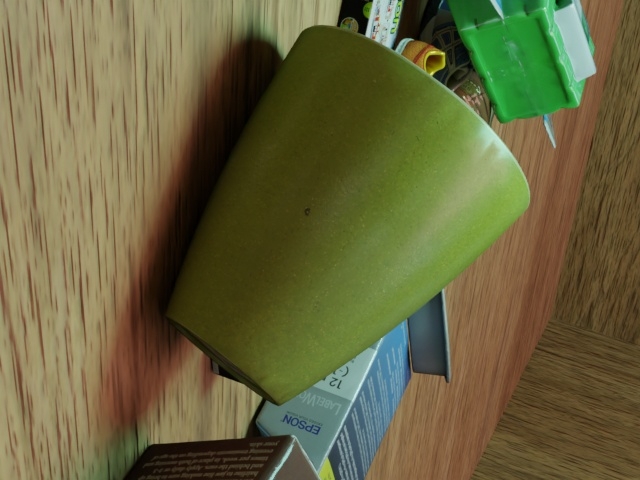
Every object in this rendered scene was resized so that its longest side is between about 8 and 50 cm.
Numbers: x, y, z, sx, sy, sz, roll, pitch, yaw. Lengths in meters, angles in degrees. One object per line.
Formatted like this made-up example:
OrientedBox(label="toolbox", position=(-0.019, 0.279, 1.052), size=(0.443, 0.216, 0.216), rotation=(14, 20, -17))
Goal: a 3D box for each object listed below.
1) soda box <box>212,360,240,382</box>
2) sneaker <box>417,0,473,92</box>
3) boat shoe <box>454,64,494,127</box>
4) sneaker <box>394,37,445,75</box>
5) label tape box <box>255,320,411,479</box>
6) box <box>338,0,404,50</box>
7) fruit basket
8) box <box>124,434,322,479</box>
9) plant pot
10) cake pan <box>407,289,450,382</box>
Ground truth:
OrientedBox(label="soda box", position=(-0.057, 0.078, 1.279), size=(0.060, 0.053, 0.169), rotation=(89, 25, -43))
OrientedBox(label="sneaker", position=(0.174, -0.260, 1.587), size=(0.080, 0.081, 0.211), rotation=(32, 75, -70))
OrientedBox(label="boat shoe", position=(0.213, -0.132, 1.804), size=(0.104, 0.111, 0.307), rotation=(-53, 144, -37))
OrientedBox(label="sneaker", position=(0.095, -0.164, 1.353), size=(0.175, 0.067, 0.064), rotation=(-63, 162, -22))
OrientedBox(label="label tape box", position=(0.002, 0.250, 1.528), size=(0.347, 0.115, 0.249), rotation=(-60, 159, -26))
OrientedBox(label="box", position=(0.061, -0.265, 1.324), size=(0.114, 0.036, 0.207), rotation=(-26, 132, -65))
OrientedBox(label="fruit basket", position=(0.262, -0.348, 1.509), size=(0.327, 0.165, 0.353), rotation=(55, 37, -48))
OrientedBox(label="box", position=(-0.146, 0.343, 0.998), size=(0.381, 0.191, 0.143), rotation=(-50, 121, -46))
OrientedBox(label="plant pot", position=(0.000, 0.000, 1.097), size=(0.293, 0.275, 0.275), rotation=(-52, 158, -12))
OrientedBox(label="cake pan", position=(0.147, 0.061, 1.684), size=(0.293, 0.054, 0.293), rotation=(-5, 90, -86))
